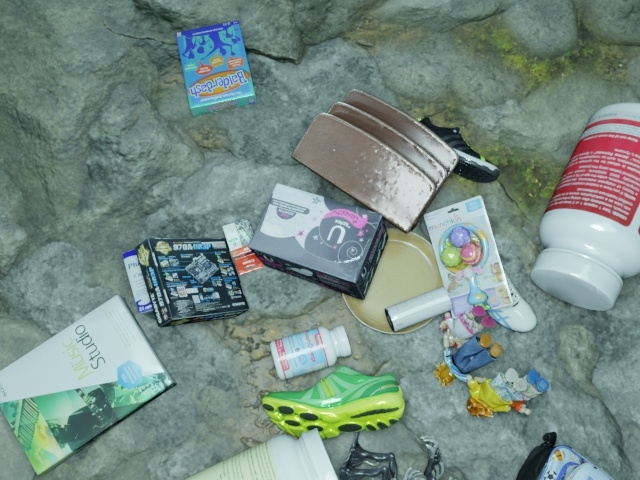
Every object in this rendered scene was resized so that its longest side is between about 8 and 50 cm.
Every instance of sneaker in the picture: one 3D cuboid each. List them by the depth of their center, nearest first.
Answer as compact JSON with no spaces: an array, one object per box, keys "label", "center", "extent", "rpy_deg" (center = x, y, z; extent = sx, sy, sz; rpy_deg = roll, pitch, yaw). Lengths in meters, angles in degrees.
[{"label":"sneaker","center":[0.027,0.333,1.316],"extent":[0.295,0.110,0.124],"rpy_deg":[-5,33,10]},{"label":"sneaker","center":[0.380,0.101,1.377],"extent":[0.085,0.086,0.237],"rpy_deg":[-37,79,-11]},{"label":"sneaker","center":[0.314,-0.219,1.465],"extent":[0.234,0.084,0.097],"rpy_deg":[27,75,7]}]

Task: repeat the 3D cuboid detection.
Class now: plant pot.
[{"label":"plant pot","center":[0.161,0.091,1.407],"extent":[0.236,0.032,0.237],"rpy_deg":[0,74,0]}]

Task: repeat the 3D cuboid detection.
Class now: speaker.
[{"label":"speaker","center":[0.209,0.145,1.347],"extent":[0.136,0.055,0.055],"rpy_deg":[-20,75,-6]}]

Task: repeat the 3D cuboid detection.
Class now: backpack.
[{"label":"backpack","center":[0.496,0.548,1.199],"extent":[0.263,0.213,0.277],"rpy_deg":[37,75,-1]}]

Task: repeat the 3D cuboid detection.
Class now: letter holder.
[{"label":"letter holder","center":[0.129,-0.189,1.386],"extent":[0.301,0.152,0.215],"rpy_deg":[34,101,9]}]

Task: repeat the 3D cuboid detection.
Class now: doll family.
[{"label":"doll family","center":[0.318,0.270,1.299],"extent":[0.118,0.163,0.263],"rpy_deg":[-27,73,-40]}]

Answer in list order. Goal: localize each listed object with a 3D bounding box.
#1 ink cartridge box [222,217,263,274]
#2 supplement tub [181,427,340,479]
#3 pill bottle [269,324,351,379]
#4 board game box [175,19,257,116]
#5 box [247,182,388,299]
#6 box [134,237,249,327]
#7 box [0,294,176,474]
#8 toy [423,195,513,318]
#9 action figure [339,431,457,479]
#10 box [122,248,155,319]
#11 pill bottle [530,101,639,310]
[{"label":"ink cartridge box","center":[-0.174,0.013,1.430],"extent":[0.062,0.029,0.115],"rpy_deg":[-18,75,-5]},{"label":"supplement tub","center":[-0.114,0.512,1.186],"extent":[0.324,0.235,0.236],"rpy_deg":[-23,76,-6]},{"label":"pill bottle","center":[-0.021,0.233,1.339],"extent":[0.160,0.087,0.087],"rpy_deg":[-17,75,-5]},{"label":"board game box","center":[-0.253,-0.419,1.541],"extent":[0.160,0.047,0.211],"rpy_deg":[-13,76,-4]},{"label":"box","center":[0.000,0.000,1.353],"extent":[0.247,0.142,0.164],"rpy_deg":[18,75,16]},{"label":"box","center":[-0.263,0.082,1.324],"extent":[0.051,0.220,0.175],"rpy_deg":[-30,73,33]},{"label":"box","center":[-0.502,0.299,1.338],"extent":[0.322,0.058,0.232],"rpy_deg":[-35,77,-8]},{"label":"toy","center":[0.304,0.039,1.339],"extent":[0.136,0.056,0.238],"rpy_deg":[-19,84,30]},{"label":"action figure","center":[0.180,0.468,1.238],"extent":[0.275,0.164,0.141],"rpy_deg":[18,108,13]},{"label":"box","center":[-0.354,0.091,1.359],"extent":[0.072,0.126,0.137],"rpy_deg":[-20,76,-3]},{"label":"pill bottle","center":[0.611,-0.068,1.349],"extent":[0.229,0.229,0.408],"rpy_deg":[28,76,8]}]
